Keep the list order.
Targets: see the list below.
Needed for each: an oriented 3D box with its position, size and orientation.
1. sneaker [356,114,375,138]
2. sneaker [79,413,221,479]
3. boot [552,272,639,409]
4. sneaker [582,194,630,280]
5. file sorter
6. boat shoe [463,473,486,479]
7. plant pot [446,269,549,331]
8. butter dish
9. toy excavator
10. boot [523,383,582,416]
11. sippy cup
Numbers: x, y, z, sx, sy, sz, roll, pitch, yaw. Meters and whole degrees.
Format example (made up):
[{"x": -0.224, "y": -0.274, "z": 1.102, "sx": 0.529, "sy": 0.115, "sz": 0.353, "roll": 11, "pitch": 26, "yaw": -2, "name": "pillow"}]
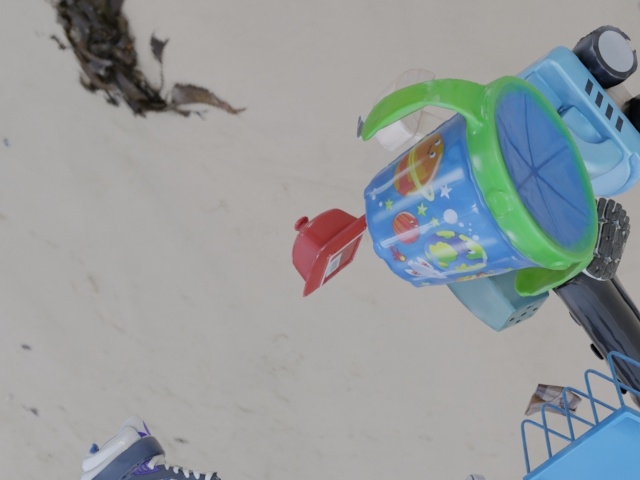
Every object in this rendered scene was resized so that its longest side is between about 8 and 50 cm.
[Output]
[{"x": 0.119, "y": -0.250, "z": 1.687, "sx": 0.152, "sy": 0.061, "sz": 0.054, "roll": -142, "pitch": 55, "yaw": -74, "name": "sneaker"}, {"x": -0.280, "y": 0.419, "z": 1.387, "sx": 0.130, "sy": 0.322, "sz": 0.236, "roll": 82, "pitch": 170, "yaw": -68, "name": "sneaker"}, {"x": 0.608, "y": 0.248, "z": 1.444, "sx": 0.146, "sy": 0.367, "sz": 0.445, "roll": -30, "pitch": 87, "yaw": 19, "name": "boot"}, {"x": 0.361, "y": -0.030, "z": 1.210, "sx": 0.330, "sy": 0.130, "sz": 0.147, "roll": 21, "pitch": 178, "yaw": -29, "name": "sneaker"}, {"x": 0.336, "y": 0.229, "z": 0.901, "sx": 0.118, "sy": 0.104, "sz": 0.170, "roll": 26, "pitch": 127, "yaw": -15, "name": "file sorter"}, {"x": 0.238, "y": 0.534, "z": 1.325, "sx": 0.088, "sy": 0.267, "sz": 0.096, "roll": 13, "pitch": 149, "yaw": 3, "name": "boat shoe"}, {"x": 0.392, "y": 0.071, "z": 1.704, "sx": 0.234, "sy": 0.165, "sz": 0.166, "roll": 59, "pitch": 155, "yaw": 27, "name": "plant pot"}, {"x": 0.000, "y": 0.000, "z": 1.431, "sx": 0.118, "sy": 0.160, "sz": 0.160, "roll": 41, "pitch": 145, "yaw": 16, "name": "butter dish"}, {"x": 0.359, "y": -0.197, "z": 1.325, "sx": 0.433, "sy": 0.445, "sz": 0.222, "roll": 48, "pitch": 152, "yaw": -6, "name": "toy excavator"}, {"x": 0.452, "y": 0.323, "z": 1.471, "sx": 0.087, "sy": 0.042, "sz": 0.118, "roll": 21, "pitch": 142, "yaw": 13, "name": "boot"}, {"x": 0.184, "y": -0.049, "z": 0.936, "sx": 0.224, "sy": 0.240, "sz": 0.305, "roll": -26, "pitch": 89, "yaw": 40, "name": "sippy cup"}]
